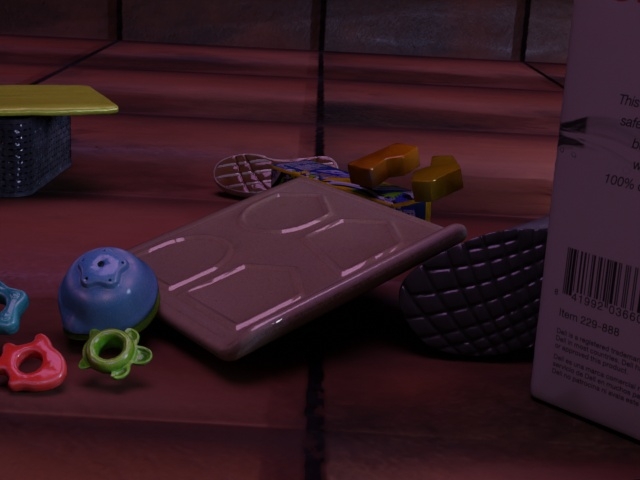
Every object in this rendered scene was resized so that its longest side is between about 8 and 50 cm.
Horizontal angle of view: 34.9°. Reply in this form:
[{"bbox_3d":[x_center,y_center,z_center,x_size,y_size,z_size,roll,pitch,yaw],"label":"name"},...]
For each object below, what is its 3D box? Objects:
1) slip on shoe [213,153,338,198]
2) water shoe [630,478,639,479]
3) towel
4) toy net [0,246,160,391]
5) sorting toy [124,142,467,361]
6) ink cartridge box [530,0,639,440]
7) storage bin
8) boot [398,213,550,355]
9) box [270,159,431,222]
[{"bbox_3d":[-0.046,-0.066,1.098,0.135,0.051,0.041,-4,-23,3],"label":"slip on shoe"},{"bbox_3d":[0.129,0.139,0.430,0.203,0.073,0.080,-2,-9,-16],"label":"water shoe"},{"bbox_3d":[-0.333,-0.136,1.025,0.237,0.021,0.102,-6,24,-30],"label":"towel"},{"bbox_3d":[-0.223,0.055,0.657,0.232,0.045,0.122,-3,51,-4],"label":"toy net"},{"bbox_3d":[0.000,0.000,0.793,0.307,0.041,0.229,-25,26,-31],"label":"sorting toy"},{"bbox_3d":[0.248,-0.024,0.570,0.121,0.289,0.211,-13,23,-41],"label":"ink cartridge box"},{"bbox_3d":[-0.353,-0.111,1.113,0.122,0.084,0.180,4,16,2],"label":"storage bin"},{"bbox_3d":[0.163,0.024,0.781,0.246,0.083,0.161,-20,-2,-11],"label":"boot"},{"bbox_3d":[0.024,-0.029,0.948,0.054,0.059,0.169,-13,23,-39],"label":"box"}]
